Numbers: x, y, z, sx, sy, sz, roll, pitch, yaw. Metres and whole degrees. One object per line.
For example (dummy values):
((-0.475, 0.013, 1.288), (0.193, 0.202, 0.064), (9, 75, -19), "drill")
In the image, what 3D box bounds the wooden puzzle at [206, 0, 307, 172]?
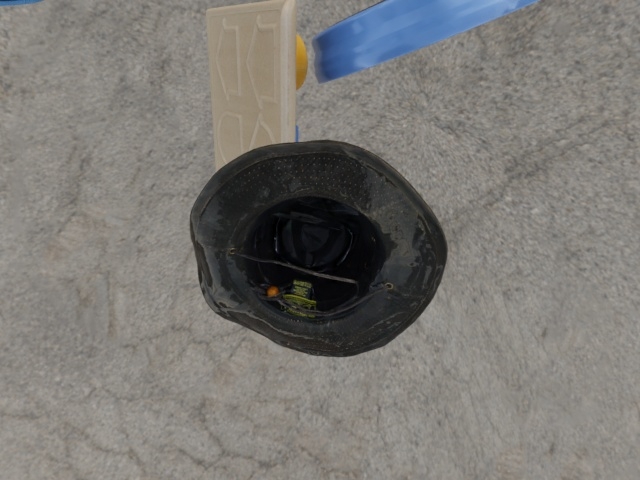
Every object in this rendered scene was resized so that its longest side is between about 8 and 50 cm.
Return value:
((-0.112, -0.240, 0.798), (0.080, 0.347, 0.323), (-11, 116, -29), "wooden puzzle")

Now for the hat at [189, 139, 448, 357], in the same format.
((0.000, 0.000, 0.567), (0.330, 0.134, 0.332), (5, 131, 6), "hat")

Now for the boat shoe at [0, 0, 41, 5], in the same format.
((-0.373, -0.313, 0.481), (0.109, 0.258, 0.089), (37, 136, 0), "boat shoe")

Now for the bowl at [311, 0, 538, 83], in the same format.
((0.167, -0.368, 0.738), (0.390, 0.391, 0.077), (-15, 111, 16), "bowl")
